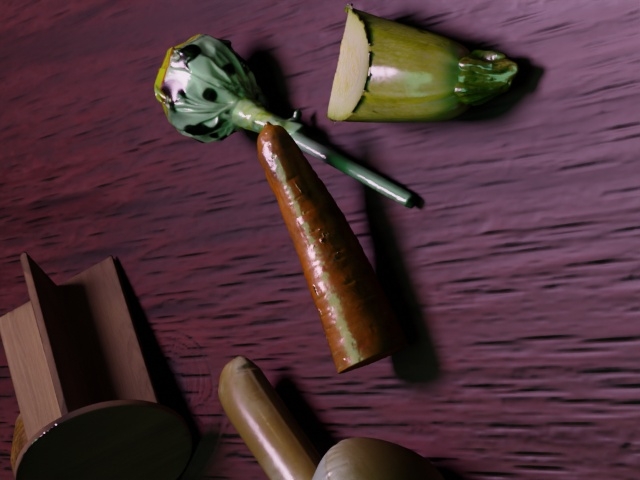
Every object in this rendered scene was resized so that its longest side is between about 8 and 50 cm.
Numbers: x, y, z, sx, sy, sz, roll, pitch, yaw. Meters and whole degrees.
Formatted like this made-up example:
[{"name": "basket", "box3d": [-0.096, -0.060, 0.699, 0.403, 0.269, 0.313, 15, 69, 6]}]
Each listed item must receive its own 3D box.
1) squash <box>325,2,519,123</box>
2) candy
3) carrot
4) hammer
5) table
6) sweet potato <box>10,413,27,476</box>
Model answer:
[{"name": "squash", "box3d": [0.063, -0.124, 1.319, 0.200, 0.075, 0.090, 12, 77, 53]}, {"name": "candy", "box3d": [-0.029, -0.091, 1.469, 0.305, 0.083, 0.091, 30, 147, 43]}, {"name": "carrot", "box3d": [0.000, 0.000, 1.405, 0.061, 0.061, 0.209, -38, 72, 50]}, {"name": "hammer", "box3d": [-0.012, 0.197, 1.442, 0.305, 0.113, 0.202, 50, 129, 48]}, {"name": "table", "box3d": [-0.230, 0.126, 1.719, 0.167, 0.167, 0.226, -62, 37, 37]}, {"name": "sweet potato", "box3d": [-0.231, 0.283, 1.795, 0.286, 0.085, 0.112, 56, 171, 22]}]
